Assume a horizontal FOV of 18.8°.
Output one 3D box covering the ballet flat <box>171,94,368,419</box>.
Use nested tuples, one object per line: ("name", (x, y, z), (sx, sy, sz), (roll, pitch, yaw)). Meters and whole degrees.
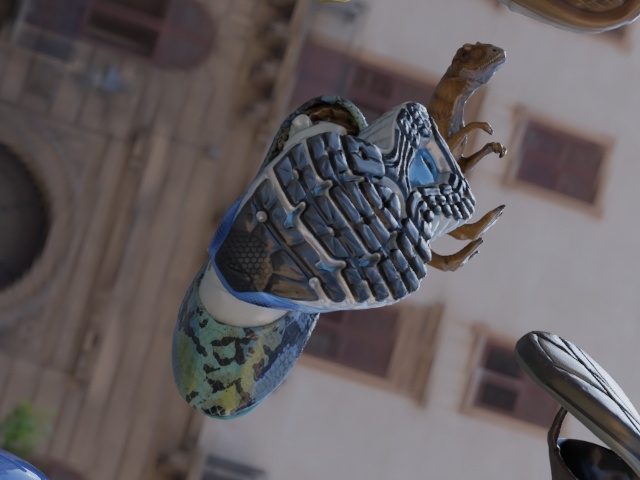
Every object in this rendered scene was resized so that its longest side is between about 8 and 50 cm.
("ballet flat", (-0.023, -0.001, 0.925), (0.070, 0.070, 0.188), (-55, -172, 48))

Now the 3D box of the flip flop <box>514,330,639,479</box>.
("flip flop", (0.210, 0.174, 1.359), (0.080, 0.277, 0.112), (-34, -146, 5))

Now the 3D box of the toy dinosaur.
("toy dinosaur", (0.047, -0.027, 1.180), (0.211, 0.112, 0.064), (-46, 169, -6))

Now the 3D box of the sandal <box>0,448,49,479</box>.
("sandal", (-0.214, 0.062, 0.465), (0.126, 0.317, 0.138), (89, 4, -45))

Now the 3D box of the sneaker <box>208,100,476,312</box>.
("sneaker", (0.000, 0.000, 0.689), (0.073, 0.063, 0.162), (-29, 178, 25))

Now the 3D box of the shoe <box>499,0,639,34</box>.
("shoe", (0.041, -0.157, 0.801), (0.076, 0.219, 0.058), (-52, -175, -4))
